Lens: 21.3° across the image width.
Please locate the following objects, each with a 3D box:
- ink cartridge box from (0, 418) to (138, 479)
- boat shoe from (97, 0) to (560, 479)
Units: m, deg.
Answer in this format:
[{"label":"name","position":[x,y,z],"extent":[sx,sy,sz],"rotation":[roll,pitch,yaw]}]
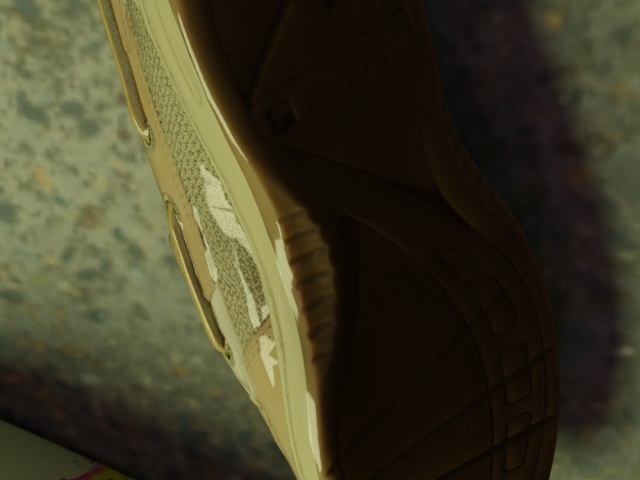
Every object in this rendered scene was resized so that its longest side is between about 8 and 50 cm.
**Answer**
[{"label":"ink cartridge box","position":[-0.135,0.172,0.727],"extent":[0.176,0.127,0.128],"rotation":[25,125,1]},{"label":"boat shoe","position":[0.000,0.000,0.601],"extent":[0.098,0.109,0.302],"rotation":[23,140,54]}]
